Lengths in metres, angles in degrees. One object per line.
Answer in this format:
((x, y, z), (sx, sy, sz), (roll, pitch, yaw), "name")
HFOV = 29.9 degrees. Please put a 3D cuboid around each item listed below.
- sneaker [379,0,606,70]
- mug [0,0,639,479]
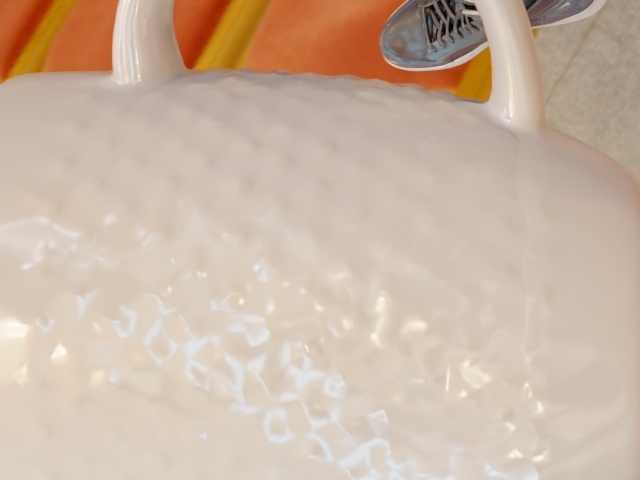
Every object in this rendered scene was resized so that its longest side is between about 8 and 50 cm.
((0.121, -0.212, 1.057), (0.226, 0.163, 0.086), (-16, 85, 32), "sneaker")
((0.000, 0.000, 0.631), (0.328, 0.276, 0.374), (1, 106, 10), "mug")
